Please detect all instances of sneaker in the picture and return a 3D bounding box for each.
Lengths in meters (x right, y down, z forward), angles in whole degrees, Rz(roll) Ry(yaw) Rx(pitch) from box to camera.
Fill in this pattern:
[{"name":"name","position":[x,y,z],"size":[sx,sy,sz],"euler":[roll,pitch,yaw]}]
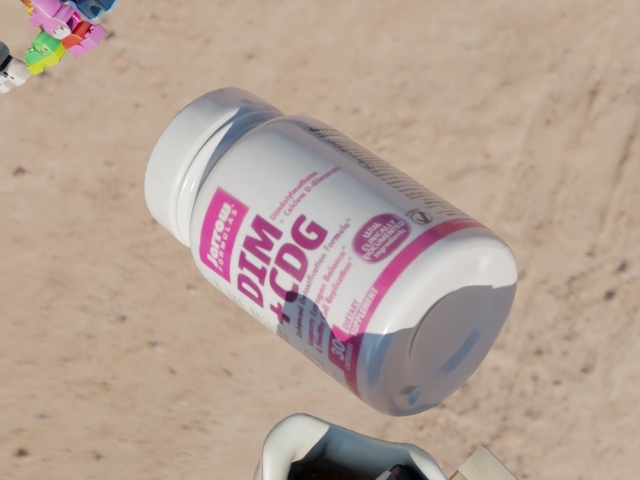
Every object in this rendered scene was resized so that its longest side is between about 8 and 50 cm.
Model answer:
[{"name":"sneaker","position":[0.072,0.227,1.035],"size":[0.321,0.127,0.126],"euler":[30,58,32]}]

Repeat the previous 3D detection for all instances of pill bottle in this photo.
[{"name":"pill bottle","position":[0.000,0.000,1.267],"size":[0.283,0.160,0.160],"euler":[35,84,34]}]

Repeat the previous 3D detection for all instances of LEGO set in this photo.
[{"name":"LEGO set","position":[-0.278,-0.224,1.573],"size":[0.093,0.227,0.087],"euler":[42,62,-21]}]

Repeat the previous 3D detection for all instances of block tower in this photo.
[{"name":"block tower","position":[0.142,0.251,1.452],"size":[0.091,0.335,0.097],"euler":[43,85,10]}]
